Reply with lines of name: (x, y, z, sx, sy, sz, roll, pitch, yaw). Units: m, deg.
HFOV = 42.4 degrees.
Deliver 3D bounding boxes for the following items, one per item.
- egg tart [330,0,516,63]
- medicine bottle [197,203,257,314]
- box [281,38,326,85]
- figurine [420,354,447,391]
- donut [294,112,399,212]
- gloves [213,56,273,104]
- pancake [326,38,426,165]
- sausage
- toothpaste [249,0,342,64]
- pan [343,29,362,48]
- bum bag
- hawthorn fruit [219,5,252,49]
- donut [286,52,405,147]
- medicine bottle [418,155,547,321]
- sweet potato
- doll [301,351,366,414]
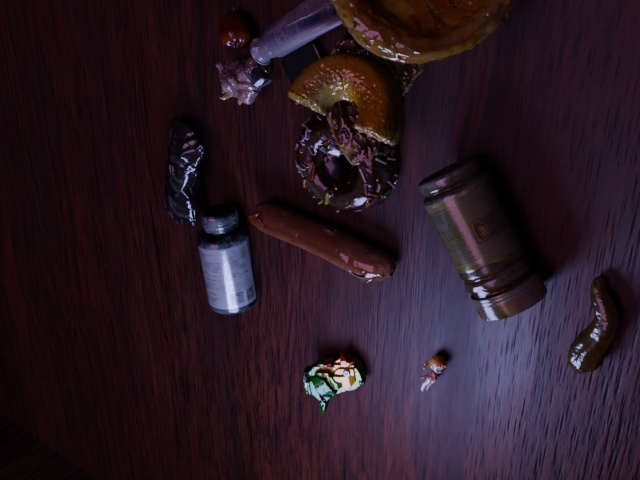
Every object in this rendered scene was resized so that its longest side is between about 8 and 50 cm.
egg tart: (0.184, -0.512, 1.496, 0.388, 0.169, 0.387, 1, 97, 6)
medicine bottle: (-0.259, 0.049, 2.273, 0.141, 0.141, 0.293, 14, 122, 35)
box: (-0.026, -0.391, 1.906, 0.126, 0.027, 0.125, -21, 97, 46)
figurine: (0.274, 0.328, 2.038, 0.047, 0.064, 0.109, 49, 130, 39)
donut: (0.055, -0.184, 1.901, 0.270, 0.103, 0.269, 19, 123, 32)
gloves: (-0.181, -0.393, 1.989, 0.144, 0.094, 0.110, -6, 136, 20)
pancake: (0.119, -0.316, 1.757, 0.245, 0.057, 0.266, -22, 89, 15)
sausage: (0.000, 0.000, 2.060, 0.419, 0.094, 0.094, 25, 167, 28)
toothpaste: (-0.040, -0.480, 1.834, 0.299, 0.073, 0.114, -21, 69, 43)
pan: (0.069, -0.422, 1.804, 0.115, 0.023, 0.068, -33, 92, 43)
bum bag: (-0.381, -0.177, 2.285, 0.144, 0.095, 0.340, 43, 135, 34)
hawthorn fruit: (-0.202, -0.505, 1.961, 0.081, 0.081, 0.093, -16, 74, 44)
donut: (0.064, -0.314, 1.698, 0.259, 0.101, 0.152, 26, 94, 13)
medicine bottle: (0.336, -0.005, 1.724, 0.151, 0.151, 0.322, -21, 99, 45)
sweet potato: (0.569, 0.186, 1.703, 0.081, 0.062, 0.233, 27, 126, 29)
doll: (0.038, 0.377, 2.232, 0.186, 0.106, 0.134, -33, 96, 30)
